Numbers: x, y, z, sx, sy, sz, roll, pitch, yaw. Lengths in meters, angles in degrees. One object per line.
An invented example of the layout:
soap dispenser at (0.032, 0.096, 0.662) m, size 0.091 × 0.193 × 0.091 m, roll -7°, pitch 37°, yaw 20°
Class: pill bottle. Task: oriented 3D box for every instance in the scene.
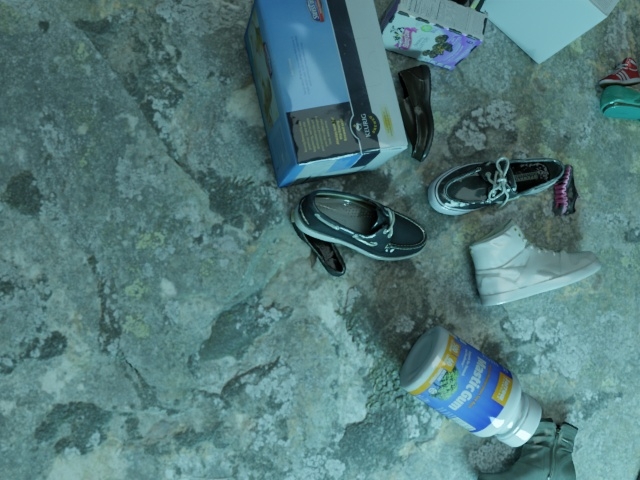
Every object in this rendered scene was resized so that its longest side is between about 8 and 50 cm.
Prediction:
pill bottle at (0.313, 0.308, 1.416) m, size 0.272 × 0.152 × 0.152 m, roll 33°, pitch 77°, yaw -6°

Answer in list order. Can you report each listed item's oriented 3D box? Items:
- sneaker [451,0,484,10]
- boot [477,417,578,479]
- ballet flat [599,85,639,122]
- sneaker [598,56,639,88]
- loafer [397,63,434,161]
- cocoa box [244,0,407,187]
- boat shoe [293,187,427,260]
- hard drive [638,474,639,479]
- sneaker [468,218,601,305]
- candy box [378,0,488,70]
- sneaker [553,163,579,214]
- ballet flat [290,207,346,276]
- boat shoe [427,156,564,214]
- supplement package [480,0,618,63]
sneaker at (0.330, -0.572, 1.563) m, size 0.097 × 0.084 × 0.234 m, roll 28°, pitch 78°, yaw -7°
boot at (0.442, 0.462, 1.474) m, size 0.247 × 0.083 × 0.161 m, roll 7°, pitch 75°, yaw -18°
ballet flat at (0.780, -0.322, 1.641) m, size 0.247 × 0.083 × 0.087 m, roll 11°, pitch 67°, yaw -13°
sneaker at (0.714, -0.404, 1.652) m, size 0.118 × 0.042 × 0.067 m, roll -8°, pitch 89°, yaw -21°
loafer at (0.202, -0.277, 1.508) m, size 0.078 × 0.080 × 0.220 m, roll 0°, pitch 78°, yaw -3°
cocoa box at (-0.001, -0.307, 1.378) m, size 0.228 × 0.231 × 0.347 m, roll -12°, pitch 86°, yaw -14°
boat shoe at (0.098, -0.033, 1.422) m, size 0.303 × 0.091 × 0.114 m, roll 8°, pitch 66°, yaw -21°
hard drive at (0.851, 0.560, 1.559) m, size 0.255 × 0.054 × 0.172 m, roll 30°, pitch 77°, yaw -8°
sneaker at (0.470, 0.026, 1.510) m, size 0.293 × 0.108 × 0.169 m, roll -15°, pitch 90°, yaw -13°
candy box at (0.232, -0.455, 1.484) m, size 0.196 × 0.165 × 0.070 m, roll 15°, pitch 79°, yaw -10°
sneaker at (0.573, -0.115, 1.587) m, size 0.057 × 0.047 × 0.119 m, roll 8°, pitch 89°, yaw -19°
ballet flat at (0.000, 0.000, 1.434) m, size 0.057 × 0.049 × 0.173 m, roll -38°, pitch 93°, yaw -15°
boat shoe at (0.390, -0.126, 1.511) m, size 0.306 × 0.105 × 0.113 m, roll -6°, pitch 85°, yaw -14°
supplement package at (0.513, -0.548, 1.510) m, size 0.204 × 0.262 × 0.145 m, roll 40°, pitch 77°, yaw -6°
